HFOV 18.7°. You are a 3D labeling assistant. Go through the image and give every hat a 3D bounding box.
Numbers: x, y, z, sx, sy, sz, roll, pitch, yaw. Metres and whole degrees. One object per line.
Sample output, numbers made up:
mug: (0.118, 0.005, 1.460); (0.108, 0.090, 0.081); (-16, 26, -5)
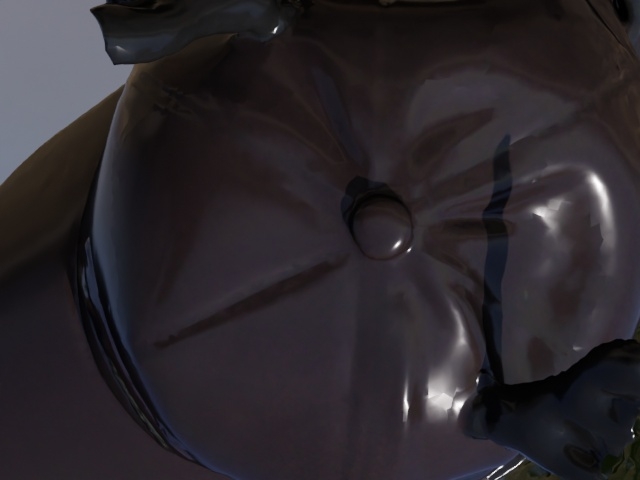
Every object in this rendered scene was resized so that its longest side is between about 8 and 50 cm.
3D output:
hat: (-0.024, 0.014, 0.704); (0.336, 0.238, 0.209); (-29, -179, 17)

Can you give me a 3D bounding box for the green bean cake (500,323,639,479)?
green bean cake: (0.261, 0.140, 1.377); (0.156, 0.247, 0.250); (31, 170, -37)
